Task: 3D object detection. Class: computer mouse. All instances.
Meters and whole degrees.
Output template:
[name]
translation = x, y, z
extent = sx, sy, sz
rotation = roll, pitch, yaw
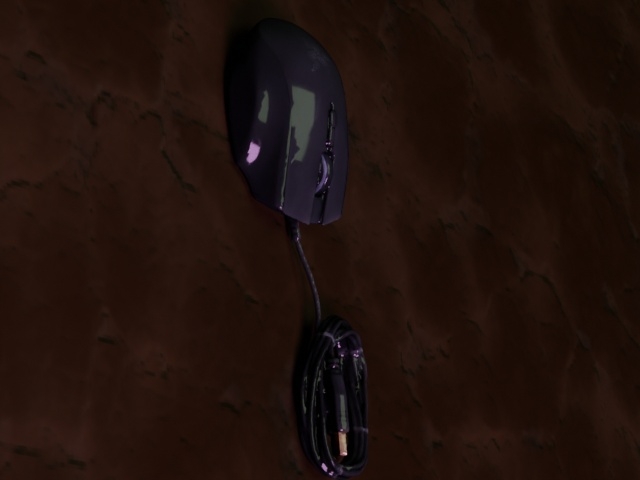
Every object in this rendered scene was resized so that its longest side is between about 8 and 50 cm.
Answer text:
[computer mouse]
translation = 0.000, 0.000, 0.854
extent = 0.071, 0.041, 0.242
rotation = 1, 76, -57
